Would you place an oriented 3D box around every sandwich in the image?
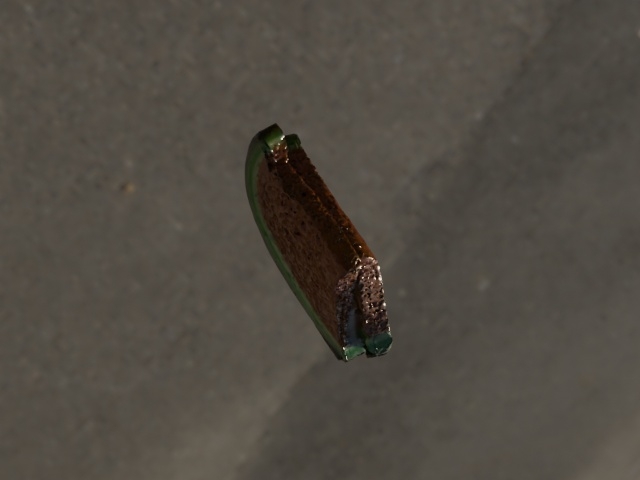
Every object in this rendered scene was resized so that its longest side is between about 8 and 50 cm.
[{"bbox_3d":[0.001,0.003,0.823,0.026,0.101,0.069,-29,171,-20],"label":"sandwich"}]
